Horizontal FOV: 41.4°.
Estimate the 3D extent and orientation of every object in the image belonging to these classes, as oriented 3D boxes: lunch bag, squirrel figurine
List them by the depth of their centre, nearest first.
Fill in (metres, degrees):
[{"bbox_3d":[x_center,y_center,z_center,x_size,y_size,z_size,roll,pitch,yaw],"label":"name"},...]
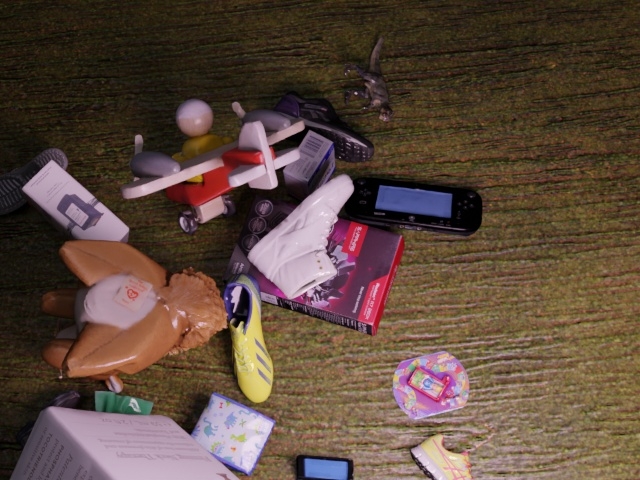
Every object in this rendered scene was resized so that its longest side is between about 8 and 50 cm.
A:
[{"bbox_3d":[-0.398,0.193,1.812,0.396,0.370,0.281,-6,64,-25],"label":"squirrel figurine"},{"bbox_3d":[-0.187,0.417,1.816,0.151,0.096,0.129,18,69,21],"label":"lunch bag"}]

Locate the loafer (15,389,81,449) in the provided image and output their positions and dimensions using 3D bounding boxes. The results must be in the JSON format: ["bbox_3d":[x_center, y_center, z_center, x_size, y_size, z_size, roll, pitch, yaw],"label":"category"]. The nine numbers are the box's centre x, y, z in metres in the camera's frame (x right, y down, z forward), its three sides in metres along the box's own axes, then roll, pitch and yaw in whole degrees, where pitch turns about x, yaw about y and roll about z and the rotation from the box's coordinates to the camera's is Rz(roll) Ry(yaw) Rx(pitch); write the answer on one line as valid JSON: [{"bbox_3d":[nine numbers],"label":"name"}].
[{"bbox_3d":[-0.589,0.402,1.865,0.170,0.062,0.061,-46,57,-3],"label":"loafer"}]

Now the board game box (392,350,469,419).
[{"bbox_3d":[0.243,0.313,1.862,0.168,0.033,0.133,-13,67,-2],"label":"board game box"}]

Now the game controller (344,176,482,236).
[{"bbox_3d":[0.219,-0.081,1.984,0.319,0.067,0.166,7,29,7],"label":"game controller"}]

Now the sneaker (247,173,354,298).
[{"bbox_3d":[0.000,0.000,1.877,0.292,0.108,0.169,-43,73,-3],"label":"sneaker"}]

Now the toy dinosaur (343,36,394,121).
[{"bbox_3d":[0.119,-0.403,2.156,0.118,0.064,0.268,-3,65,-4],"label":"toy dinosaur"}]

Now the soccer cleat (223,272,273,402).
[{"bbox_3d":[-0.167,0.216,1.846,0.093,0.121,0.289,-6,92,14],"label":"soccer cleat"}]

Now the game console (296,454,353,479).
[{"bbox_3d":[0.007,0.513,1.775,0.122,0.071,0.107,3,67,6],"label":"game console"}]

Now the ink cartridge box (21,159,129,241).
[{"bbox_3d":[-0.562,-0.055,1.960,0.237,0.172,0.100,43,74,-4],"label":"ink cartridge box"}]

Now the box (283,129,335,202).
[{"bbox_3d":[-0.024,-0.170,2.024,0.072,0.137,0.126,28,72,13],"label":"box"}]

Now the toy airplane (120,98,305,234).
[{"bbox_3d":[-0.233,-0.197,1.888,0.384,0.386,0.273,-26,91,9],"label":"toy airplane"}]

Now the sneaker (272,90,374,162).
[{"bbox_3d":[0.016,-0.295,2.096,0.283,0.107,0.124,23,65,13],"label":"sneaker"}]

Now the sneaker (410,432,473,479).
[{"bbox_3d":[0.288,0.487,1.762,0.094,0.081,0.208,-40,70,-14],"label":"sneaker"}]

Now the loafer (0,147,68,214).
[{"bbox_3d":[-0.727,-0.142,2.102,0.251,0.087,0.094,-29,94,4],"label":"loafer"}]

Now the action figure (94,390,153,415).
[{"bbox_3d":[-0.440,0.451,1.822,0.137,0.063,0.232,16,58,-26],"label":"action figure"}]

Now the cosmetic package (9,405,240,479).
[{"bbox_3d":[-0.343,0.548,1.538,0.393,0.329,0.328,29,95,37],"label":"cosmetic package"}]

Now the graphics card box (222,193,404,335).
[{"bbox_3d":[-0.014,0.054,1.956,0.370,0.094,0.233,16,70,12],"label":"graphics card box"}]
